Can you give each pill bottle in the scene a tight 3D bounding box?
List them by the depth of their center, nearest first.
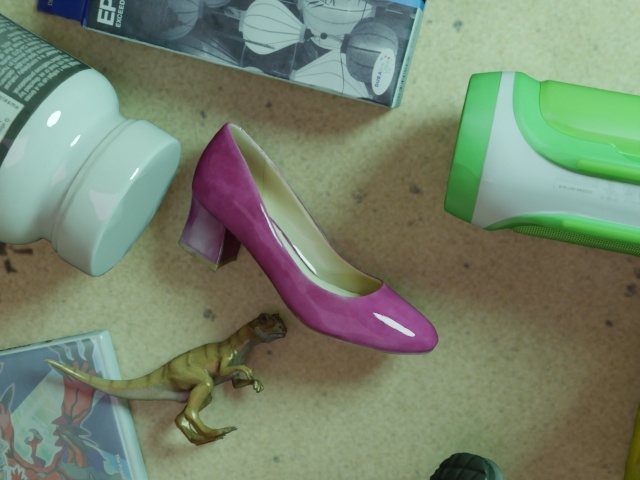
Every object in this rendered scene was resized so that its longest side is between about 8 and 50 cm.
[{"bbox_3d":[-0.265,-0.096,0.788,0.279,0.162,0.162,31,103,4],"label":"pill bottle"}]

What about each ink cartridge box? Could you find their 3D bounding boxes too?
[{"bbox_3d":[-0.077,-0.226,0.785,0.333,0.065,0.165,15,102,8],"label":"ink cartridge box"}]

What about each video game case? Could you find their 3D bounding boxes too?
[{"bbox_3d":[-0.259,0.196,0.906,0.184,0.023,0.201,-12,97,11],"label":"video game case"}]

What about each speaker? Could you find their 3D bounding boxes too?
[{"bbox_3d":[0.249,-0.045,0.726,0.297,0.131,0.131,12,101,8],"label":"speaker"}]

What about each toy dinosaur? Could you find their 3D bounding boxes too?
[{"bbox_3d":[-0.122,0.126,0.861,0.212,0.064,0.112,-20,78,3],"label":"toy dinosaur"}]

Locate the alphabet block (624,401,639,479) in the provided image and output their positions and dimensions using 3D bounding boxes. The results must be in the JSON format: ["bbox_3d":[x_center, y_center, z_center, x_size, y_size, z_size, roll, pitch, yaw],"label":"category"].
[{"bbox_3d":[0.349,0.151,0.709,0.197,0.193,0.192,9,99,8],"label":"alphabet block"}]

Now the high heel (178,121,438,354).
[{"bbox_3d":[0.000,0.000,0.800,0.244,0.082,0.117,29,113,17],"label":"high heel"}]

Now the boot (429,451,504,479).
[{"bbox_3d":[0.153,0.298,0.818,0.161,0.083,0.246,9,97,-23],"label":"boot"}]
